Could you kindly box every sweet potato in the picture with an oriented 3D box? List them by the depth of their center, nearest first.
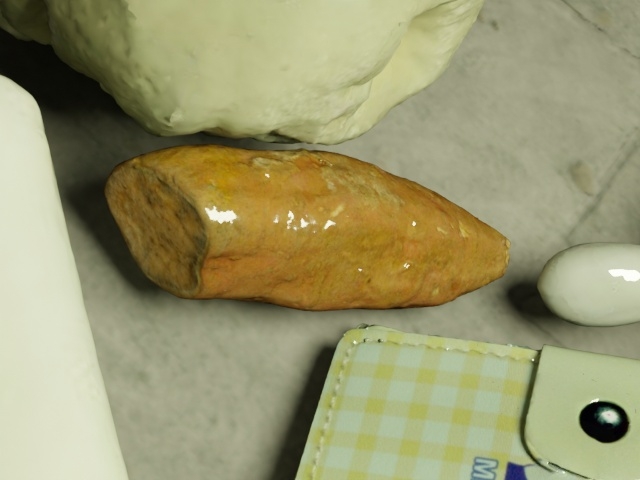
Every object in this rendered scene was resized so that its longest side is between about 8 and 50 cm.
[{"bbox_3d":[0.000,0.000,0.957,0.252,0.097,0.097,10,59,-29],"label":"sweet potato"}]

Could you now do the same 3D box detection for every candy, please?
[{"bbox_3d":[-0.174,0.118,0.761,0.145,0.208,0.358,-6,64,-23],"label":"candy"}]

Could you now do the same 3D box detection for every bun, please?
[{"bbox_3d":[-0.058,-0.196,0.981,0.360,0.211,0.359,8,50,-9],"label":"bun"}]

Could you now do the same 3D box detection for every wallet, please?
[{"bbox_3d":[0.139,0.156,0.894,0.310,0.077,0.223,13,58,7],"label":"wallet"}]

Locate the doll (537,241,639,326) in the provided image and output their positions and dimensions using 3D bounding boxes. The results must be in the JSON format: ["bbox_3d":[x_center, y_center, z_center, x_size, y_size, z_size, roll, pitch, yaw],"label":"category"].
[{"bbox_3d":[0.290,0.014,0.972,0.311,0.159,0.242,-3,35,-17],"label":"doll"}]
